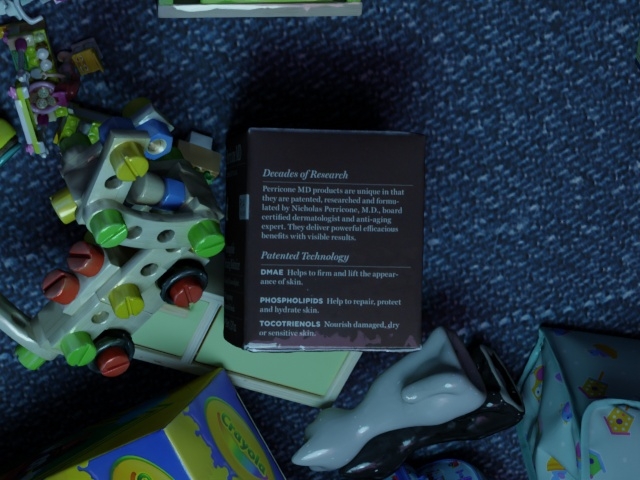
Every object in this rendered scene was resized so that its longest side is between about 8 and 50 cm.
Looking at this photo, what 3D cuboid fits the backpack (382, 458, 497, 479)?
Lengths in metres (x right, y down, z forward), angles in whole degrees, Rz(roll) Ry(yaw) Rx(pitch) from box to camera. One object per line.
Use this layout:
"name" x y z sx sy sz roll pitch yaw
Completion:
"backpack" 0.125 0.313 1.949 0.173 0.158 0.117 -28 131 6

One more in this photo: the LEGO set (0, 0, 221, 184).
"LEGO set" -0.210 -0.112 1.632 0.132 0.107 0.287 -31 123 11

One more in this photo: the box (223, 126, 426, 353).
"box" 0.000 0.000 1.661 0.167 0.168 0.203 1 90 -10

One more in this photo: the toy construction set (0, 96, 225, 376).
"toy construction set" -0.221 0.015 1.593 0.328 0.151 0.215 -30 147 26

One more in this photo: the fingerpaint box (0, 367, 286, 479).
"fingerpaint box" -0.163 0.409 1.803 0.371 0.163 0.444 -25 99 26

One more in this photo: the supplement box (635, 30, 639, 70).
"supplement box" 0.355 -0.195 1.704 0.083 0.056 0.083 -3 124 -8

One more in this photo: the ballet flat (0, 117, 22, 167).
"ballet flat" -0.377 -0.039 1.683 0.077 0.077 0.231 40 108 -7

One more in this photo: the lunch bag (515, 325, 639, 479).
"lunch bag" 0.338 0.223 1.861 0.223 0.262 0.160 9 122 -14

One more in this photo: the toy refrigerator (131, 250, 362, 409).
"toy refrigerator" -0.095 0.081 1.791 0.270 0.094 0.102 18 119 -20

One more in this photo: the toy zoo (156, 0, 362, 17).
"toy zoo" -0.049 -0.333 1.556 0.192 0.030 0.293 -1 124 -9

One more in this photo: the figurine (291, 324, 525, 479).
"figurine" 0.085 0.188 1.848 0.209 0.092 0.215 -33 157 14
